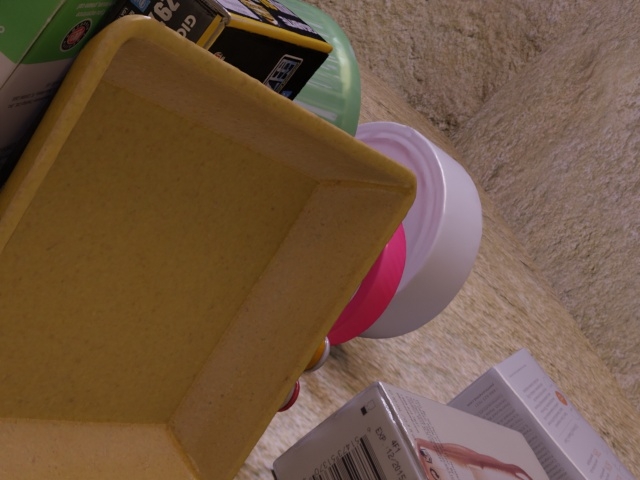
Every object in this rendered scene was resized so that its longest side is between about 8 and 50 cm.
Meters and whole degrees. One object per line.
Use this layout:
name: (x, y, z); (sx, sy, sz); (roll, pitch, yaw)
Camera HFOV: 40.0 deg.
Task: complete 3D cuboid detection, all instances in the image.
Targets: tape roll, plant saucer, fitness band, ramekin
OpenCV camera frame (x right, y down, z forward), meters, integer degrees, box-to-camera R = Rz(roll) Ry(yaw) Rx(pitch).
tape roll: (0.071, -0.013, 1.188); (0.100, 0.286, 0.286); (28, 25, -46)
plant saucer: (-0.116, 0.038, 0.604); (0.081, 0.333, 0.333); (38, 10, 34)
fitness band: (0.000, 0.000, 1.110); (0.054, 0.209, 0.291); (32, 23, -42)
ramekin: (-0.114, -0.171, 1.091); (0.148, 0.303, 0.303); (10, 39, -52)

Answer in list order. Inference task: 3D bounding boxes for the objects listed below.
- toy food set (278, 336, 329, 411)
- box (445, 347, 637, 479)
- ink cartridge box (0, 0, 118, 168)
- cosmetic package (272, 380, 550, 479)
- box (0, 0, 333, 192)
toy food set: (-0.056, 0.108, 0.879); (0.104, 0.111, 0.232); (35, -10, -34)
box: (0.298, 0.333, 1.143); (0.345, 0.168, 0.215); (51, 17, 15)
ink cartridge box: (-0.258, -0.118, 0.640); (0.121, 0.289, 0.211); (42, 18, -6)
cosmetic package: (0.113, 0.262, 0.902); (0.296, 0.153, 0.129); (26, 29, -46)
box: (-0.146, -0.065, 0.723); (0.079, 0.322, 0.257); (42, 16, 5)
